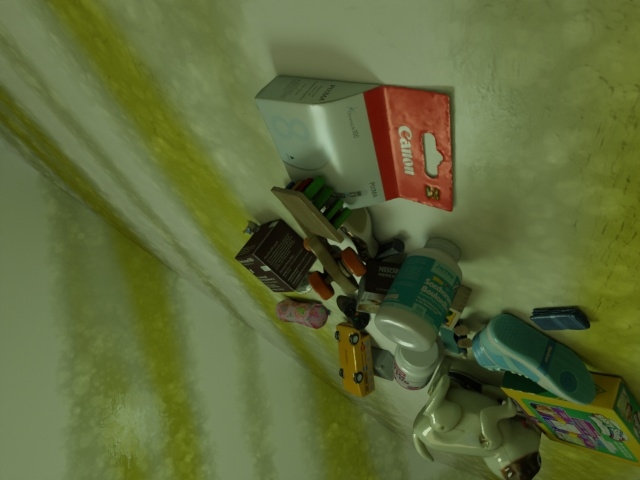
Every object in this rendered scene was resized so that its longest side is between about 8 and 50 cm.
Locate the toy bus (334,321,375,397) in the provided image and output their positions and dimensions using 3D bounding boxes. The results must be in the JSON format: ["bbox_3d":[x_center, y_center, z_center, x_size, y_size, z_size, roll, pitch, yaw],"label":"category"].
[{"bbox_3d":[0.158,0.526,1.859,0.108,0.130,0.332,2,102,48],"label":"toy bus"}]

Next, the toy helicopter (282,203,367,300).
[{"bbox_3d":[0.000,0.000,1.194,0.355,0.140,0.235,55,-170,13],"label":"toy helicopter"}]

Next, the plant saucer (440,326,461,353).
[{"bbox_3d":[0.447,0.340,1.434,0.067,0.018,0.192,15,148,33],"label":"plant saucer"}]

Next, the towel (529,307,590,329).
[{"bbox_3d":[0.580,0.192,1.006,0.067,0.029,0.119,41,153,-13],"label":"towel"}]

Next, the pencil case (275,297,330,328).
[{"bbox_3d":[-0.089,0.341,1.954,0.284,0.124,0.124,-3,136,50],"label":"pencil case"}]

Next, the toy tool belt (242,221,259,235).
[{"bbox_3d":[-0.249,-0.028,1.565,0.083,0.051,0.052,30,154,8],"label":"toy tool belt"}]

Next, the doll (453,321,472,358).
[{"bbox_3d":[0.433,0.298,1.272,0.046,0.129,0.189,-15,166,12],"label":"doll"}]

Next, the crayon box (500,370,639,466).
[{"bbox_3d":[0.786,0.522,1.253,0.363,0.106,0.313,45,151,-23],"label":"crayon box"}]

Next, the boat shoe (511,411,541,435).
[{"bbox_3d":[0.720,0.741,1.712,0.110,0.121,0.341,48,141,-17],"label":"boat shoe"}]

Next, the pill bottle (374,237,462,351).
[{"bbox_3d":[0.247,0.120,0.998,0.146,0.264,0.146,26,154,14],"label":"pill bottle"}]

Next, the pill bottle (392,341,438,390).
[{"bbox_3d":[0.359,0.456,1.573,0.160,0.160,0.283,24,152,20],"label":"pill bottle"}]

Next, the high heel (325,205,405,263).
[{"bbox_3d":[0.083,-0.020,1.148,0.261,0.093,0.186,35,155,-12],"label":"high heel"}]

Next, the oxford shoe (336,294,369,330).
[{"bbox_3d":[0.131,0.282,1.655,0.096,0.083,0.227,40,168,46],"label":"oxford shoe"}]

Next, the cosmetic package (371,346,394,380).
[{"bbox_3d":[0.247,0.577,1.987,0.238,0.107,0.127,-1,137,46],"label":"cosmetic package"}]

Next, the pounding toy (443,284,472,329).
[{"bbox_3d":[0.320,0.187,1.226,0.181,0.094,0.206,25,153,18],"label":"pounding toy"}]

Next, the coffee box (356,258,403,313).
[{"bbox_3d":[0.189,0.148,1.233,0.141,0.098,0.246,7,158,2],"label":"coffee box"}]

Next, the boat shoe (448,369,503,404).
[{"bbox_3d":[0.593,0.580,1.620,0.228,0.068,0.081,18,150,29],"label":"boat shoe"}]

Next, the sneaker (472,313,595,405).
[{"bbox_3d":[0.578,0.345,1.172,0.319,0.127,0.208,40,154,10],"label":"sneaker"}]

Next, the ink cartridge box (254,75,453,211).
[{"bbox_3d":[0.077,-0.178,0.882,0.385,0.091,0.308,19,151,30],"label":"ink cartridge box"}]

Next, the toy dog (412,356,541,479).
[{"bbox_3d":[0.553,0.668,1.438,0.408,0.395,0.284,26,-179,17],"label":"toy dog"}]

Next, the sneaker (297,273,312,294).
[{"bbox_3d":[-0.105,0.153,1.672,0.225,0.088,0.092,6,142,44],"label":"sneaker"}]

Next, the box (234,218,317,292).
[{"bbox_3d":[-0.154,0.059,1.472,0.203,0.167,0.168,44,153,-20],"label":"box"}]

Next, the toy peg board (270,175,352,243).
[{"bbox_3d":[-0.013,-0.086,0.993,0.161,0.079,0.161,47,168,-28],"label":"toy peg board"}]
